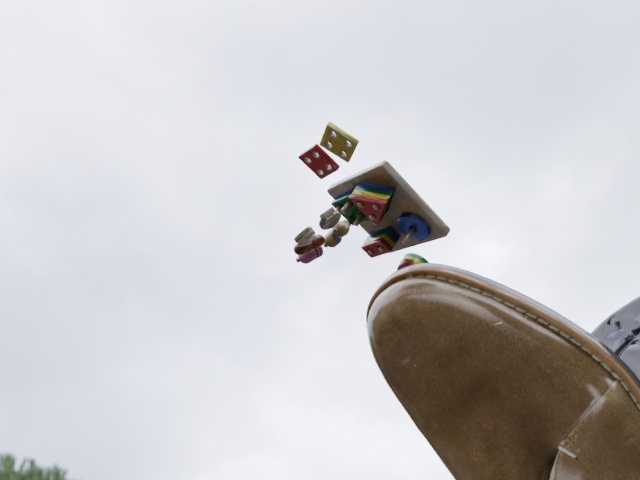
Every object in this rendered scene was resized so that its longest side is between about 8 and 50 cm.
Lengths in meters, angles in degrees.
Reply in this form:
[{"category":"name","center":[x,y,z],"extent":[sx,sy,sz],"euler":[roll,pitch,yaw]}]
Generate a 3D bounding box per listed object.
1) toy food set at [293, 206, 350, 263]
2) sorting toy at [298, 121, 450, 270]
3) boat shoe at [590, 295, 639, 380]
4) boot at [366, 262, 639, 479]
[{"category":"toy food set","center":[0.000,0.000,0.867],"extent":[0.078,0.019,0.122],"euler":[-37,-13,5]},{"category":"sorting toy","center":[0.075,-0.036,1.004],"extent":[0.274,0.046,0.132],"euler":[45,-31,-17]},{"category":"boat shoe","center":[0.304,0.042,0.421],"extent":[0.120,0.122,0.324],"euler":[39,-55,-18]},{"category":"boot","center":[0.120,0.134,0.370],"extent":[0.115,0.305,0.112],"euler":[-19,-29,-52]}]
